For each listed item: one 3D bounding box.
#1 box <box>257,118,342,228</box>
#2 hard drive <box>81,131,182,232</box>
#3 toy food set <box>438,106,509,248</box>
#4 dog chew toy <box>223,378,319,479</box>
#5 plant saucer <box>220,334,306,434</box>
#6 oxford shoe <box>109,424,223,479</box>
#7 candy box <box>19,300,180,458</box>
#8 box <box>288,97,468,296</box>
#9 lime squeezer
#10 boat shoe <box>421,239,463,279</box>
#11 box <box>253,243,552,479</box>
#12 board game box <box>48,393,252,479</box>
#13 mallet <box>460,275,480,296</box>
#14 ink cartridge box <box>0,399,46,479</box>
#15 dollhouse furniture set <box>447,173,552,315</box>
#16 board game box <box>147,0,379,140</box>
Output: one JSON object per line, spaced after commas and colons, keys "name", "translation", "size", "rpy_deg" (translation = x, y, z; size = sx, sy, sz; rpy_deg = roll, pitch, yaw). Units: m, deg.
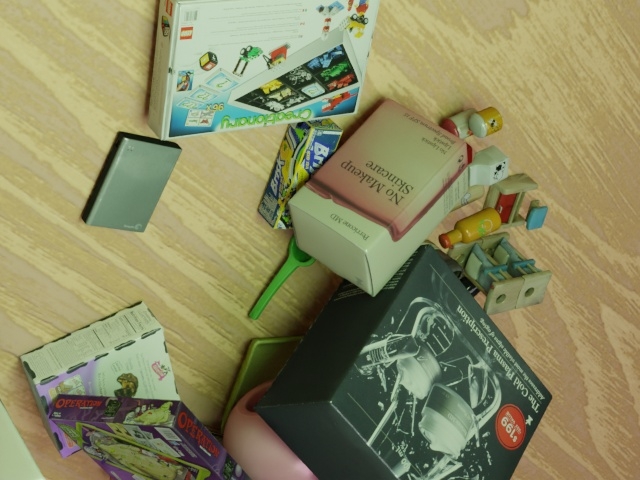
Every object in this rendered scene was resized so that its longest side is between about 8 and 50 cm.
{"name": "box", "translation": [-0.031, -0.100, 1.833], "size": [0.059, 0.054, 0.169], "rpy_deg": [0, 124, -39]}
{"name": "hard drive", "translation": [-0.252, -0.076, 1.703], "size": [0.094, 0.022, 0.135], "rpy_deg": [8, 118, -42]}
{"name": "toy food set", "translation": [0.215, -0.105, 1.978], "size": [0.104, 0.111, 0.232], "rpy_deg": [-25, 138, -21]}
{"name": "dog chew toy", "translation": [-0.022, 0.382, 2.000], "size": [0.207, 0.206, 0.331], "rpy_deg": [-27, 111, -18]}
{"name": "plant saucer", "translation": [-0.068, 0.222, 2.075], "size": [0.188, 0.045, 0.188], "rpy_deg": [0, 123, -38]}
{"name": "oxford shoe", "translation": [-0.169, 0.379, 2.059], "size": [0.348, 0.130, 0.123], "rpy_deg": [0, 123, -38]}
{"name": "candy box", "translation": [-0.315, 0.201, 1.846], "size": [0.196, 0.070, 0.165], "rpy_deg": [-25, 135, -19]}
{"name": "box", "translation": [0.086, -0.064, 1.829], "size": [0.232, 0.149, 0.127], "rpy_deg": [-47, 154, -21]}
{"name": "lime squeezer", "translation": [0.000, 0.000, 1.954], "size": [0.310, 0.059, 0.110], "rpy_deg": [-39, 168, -8]}
{"name": "boat shoe", "translation": [0.120, 0.119, 2.064], "size": [0.285, 0.092, 0.103], "rpy_deg": [-45, 137, -20]}
{"name": "box", "translation": [0.132, 0.240, 1.884], "size": [0.343, 0.179, 0.312], "rpy_deg": [49, 56, -22]}
{"name": "board game box", "translation": [-0.212, 0.329, 1.828], "size": [0.347, 0.208, 0.056], "rpy_deg": [58, 36, -45]}
{"name": "mallet", "translation": [0.283, 0.116, 2.275], "size": [0.062, 0.039, 0.190], "rpy_deg": [-44, 143, 5]}
{"name": "ink cartridge box", "translation": [-0.446, 0.284, 1.566], "size": [0.166, 0.395, 0.285], "rpy_deg": [-27, 136, -18]}
{"name": "dollhouse furniture set", "translation": [0.308, 0.007, 2.129], "size": [0.129, 0.129, 0.183], "rpy_deg": [-11, 130, -32]}
{"name": "board game box", "translation": [-0.071, -0.242, 1.667], "size": [0.305, 0.053, 0.193], "rpy_deg": [-11, 128, -31]}
